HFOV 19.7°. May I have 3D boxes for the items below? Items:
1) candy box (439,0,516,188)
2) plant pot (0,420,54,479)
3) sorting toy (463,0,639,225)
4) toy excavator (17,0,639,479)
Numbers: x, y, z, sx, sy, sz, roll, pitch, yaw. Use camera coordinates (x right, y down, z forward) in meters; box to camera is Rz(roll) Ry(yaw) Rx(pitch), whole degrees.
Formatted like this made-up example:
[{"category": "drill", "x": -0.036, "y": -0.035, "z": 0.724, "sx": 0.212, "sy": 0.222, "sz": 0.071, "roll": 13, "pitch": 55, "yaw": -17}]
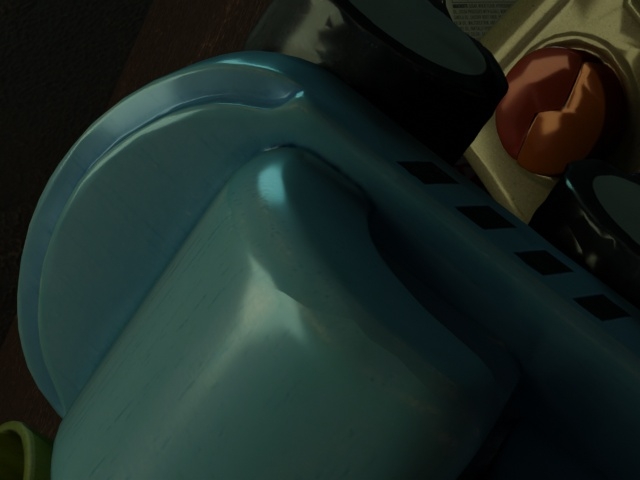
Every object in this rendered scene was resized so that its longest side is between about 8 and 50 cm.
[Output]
[{"category": "candy box", "x": 0.085, "y": -0.163, "z": 1.204, "sx": 0.159, "sy": 0.071, "sz": 0.233, "roll": 132, "pitch": 135, "yaw": -71}, {"category": "plant pot", "x": -0.059, "y": 0.262, "z": 0.812, "sx": 0.275, "sy": 0.293, "sz": 0.274, "roll": -54, "pitch": 19, "yaw": 29}, {"category": "sorting toy", "x": 0.192, "y": -0.089, "z": 0.813, "sx": 0.307, "sy": 0.041, "sz": 0.229, "roll": -47, "pitch": 57, "yaw": 29}, {"category": "toy excavator", "x": 0.039, "y": 0.125, "z": 0.645, "sx": 0.222, "sy": 0.433, "sz": 0.445, "roll": -54, "pitch": -6, "yaw": 24}]
